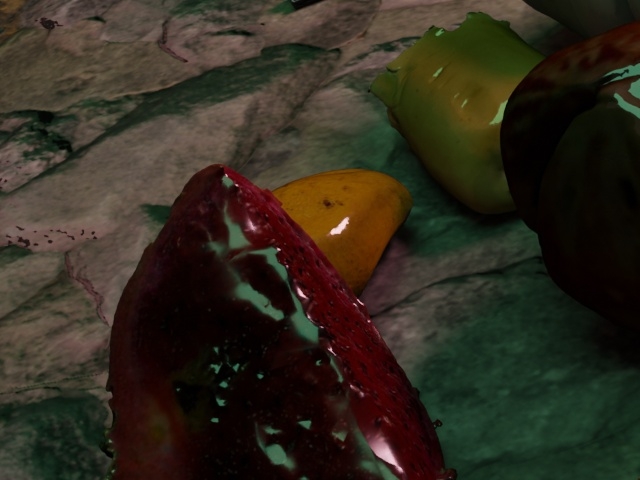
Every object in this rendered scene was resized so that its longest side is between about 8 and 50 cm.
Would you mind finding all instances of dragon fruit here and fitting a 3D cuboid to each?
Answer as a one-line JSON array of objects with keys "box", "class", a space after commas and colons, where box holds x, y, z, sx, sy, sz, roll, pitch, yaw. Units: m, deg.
[{"box": [-0.050, 0.109, 1.271, 0.211, 0.134, 0.262, -31, 69, 9], "class": "dragon fruit"}]

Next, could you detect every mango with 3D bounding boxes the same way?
[{"box": [-0.007, 0.001, 1.438, 0.115, 0.089, 0.165, 2, 37, 27], "class": "mango"}]

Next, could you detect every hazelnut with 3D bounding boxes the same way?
[{"box": [0.235, -0.042, 1.270, 0.217, 0.217, 0.251, -28, 49, -11], "class": "hazelnut"}]

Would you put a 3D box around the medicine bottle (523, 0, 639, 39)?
[{"box": [0.281, -0.241, 1.488, 0.241, 0.241, 0.302, -29, 35, -13], "class": "medicine bottle"}]

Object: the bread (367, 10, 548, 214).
[{"box": [0.129, -0.099, 1.508, 0.134, 0.085, 0.173, -29, 35, -12], "class": "bread"}]

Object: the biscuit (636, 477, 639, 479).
[{"box": [0.262, 0.162, 1.040, 0.220, 0.066, 0.220, -1, 11, 0], "class": "biscuit"}]

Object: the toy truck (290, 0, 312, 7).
[{"box": [0.008, -0.240, 1.818, 0.083, 0.024, 0.032, -23, 57, -1], "class": "toy truck"}]
